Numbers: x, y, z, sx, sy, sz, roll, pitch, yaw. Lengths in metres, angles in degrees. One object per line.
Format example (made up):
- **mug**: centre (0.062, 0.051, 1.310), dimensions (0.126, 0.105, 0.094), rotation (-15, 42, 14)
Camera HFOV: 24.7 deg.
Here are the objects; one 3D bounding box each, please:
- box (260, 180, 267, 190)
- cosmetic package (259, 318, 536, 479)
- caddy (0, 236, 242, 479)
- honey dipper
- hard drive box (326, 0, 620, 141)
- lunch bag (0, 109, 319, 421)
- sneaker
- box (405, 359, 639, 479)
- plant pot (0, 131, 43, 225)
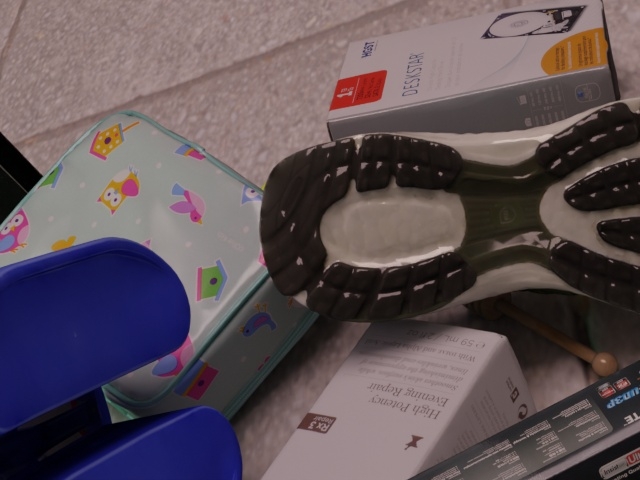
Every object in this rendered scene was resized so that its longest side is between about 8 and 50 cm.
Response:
- **box**: centre (0.000, 0.000, 1.260), dimensions (0.178, 0.042, 0.109), rotation (6, 46, 38)
- **cosmetic package**: centre (0.038, 0.163, 0.980), dimensions (0.117, 0.085, 0.231), rotation (5, 44, 39)
- **caddy**: centre (-0.201, 0.133, 0.940), dimensions (0.179, 0.241, 0.341), rotation (-19, 1, 23)
- **honey dipper**: centre (0.160, 0.064, 1.081), dimensions (0.030, 0.030, 0.160), rotation (-39, 40, -17)
- **hard drive box**: centre (0.135, -0.121, 1.244), dimensions (0.232, 0.089, 0.181), rotation (-11, 27, 13)
- **lunch bag**: centre (-0.144, 0.030, 1.208), dimensions (0.279, 0.108, 0.224), rotation (32, 81, 39)
- **sneaker**: centre (0.167, -0.022, 1.065), dimensions (0.410, 0.158, 0.182), rotation (1, 2, 5)
- **box**: centre (0.131, 0.179, 0.812), dimensions (0.220, 0.175, 0.051), rotation (-27, 34, 0)
- **plant pot**: centre (-0.332, -0.002, 1.383), dimensions (0.167, 0.187, 0.188), rotation (-40, 35, 0)
